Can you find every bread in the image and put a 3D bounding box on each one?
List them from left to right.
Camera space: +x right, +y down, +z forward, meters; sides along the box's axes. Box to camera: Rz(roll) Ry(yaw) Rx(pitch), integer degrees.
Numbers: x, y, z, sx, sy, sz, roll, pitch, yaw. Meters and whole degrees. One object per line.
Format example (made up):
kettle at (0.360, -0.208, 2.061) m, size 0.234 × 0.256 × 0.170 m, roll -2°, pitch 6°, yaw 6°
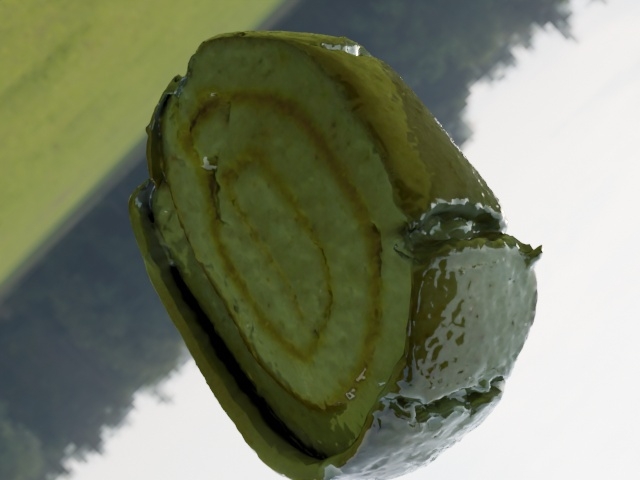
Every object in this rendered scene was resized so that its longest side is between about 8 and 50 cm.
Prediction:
bread at (0.000, 0.000, 0.528) m, size 0.064 × 0.156 × 0.117 m, roll -4°, pitch 144°, yaw -45°
